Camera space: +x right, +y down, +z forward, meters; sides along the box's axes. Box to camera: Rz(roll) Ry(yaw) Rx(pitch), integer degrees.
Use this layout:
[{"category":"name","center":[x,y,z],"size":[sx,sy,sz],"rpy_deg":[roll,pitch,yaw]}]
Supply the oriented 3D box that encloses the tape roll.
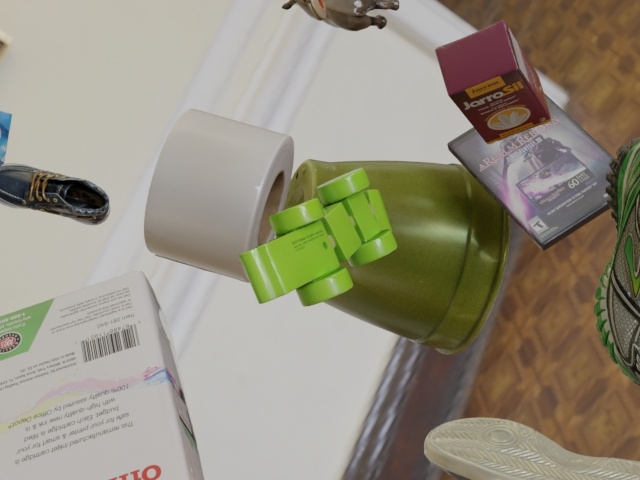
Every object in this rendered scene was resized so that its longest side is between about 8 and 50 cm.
[{"category":"tape roll","center":[-0.156,-0.072,1.828],"size":[0.246,0.169,0.246],"rpy_deg":[16,-90,-82]}]

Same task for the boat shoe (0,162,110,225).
[{"category":"boat shoe","center":[-0.380,-0.072,1.601],"size":[0.083,0.183,0.065],"rpy_deg":[143,141,-73]}]

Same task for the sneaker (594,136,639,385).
[{"category":"sneaker","center":[0.446,0.031,1.512],"size":[0.146,0.134,0.343],"rpy_deg":[-176,84,-79]}]

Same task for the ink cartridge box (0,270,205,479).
[{"category":"ink cartridge box","center":[-0.238,0.193,1.175],"size":[0.201,0.117,0.278],"rpy_deg":[-19,50,-1]}]

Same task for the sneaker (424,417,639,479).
[{"category":"sneaker","center":[0.295,0.345,1.506],"size":[0.131,0.350,0.148],"rpy_deg":[-35,-48,-49]}]

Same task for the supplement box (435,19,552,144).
[{"category":"supplement box","center":[0.246,-0.218,1.616],"size":[0.104,0.188,0.080],"rpy_deg":[-20,66,19]}]

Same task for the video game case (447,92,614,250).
[{"category":"video game case","center":[0.370,-0.126,1.932],"size":[0.196,0.026,0.274],"rpy_deg":[-32,55,-8]}]

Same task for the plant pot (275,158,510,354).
[{"category":"plant pot","center":[0.110,0.003,2.130],"size":[0.366,0.353,0.366],"rpy_deg":[-168,90,-75]}]

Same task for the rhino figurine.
[{"category":"rhino figurine","center":[0.015,-0.407,1.963],"size":[0.243,0.106,0.073],"rpy_deg":[27,119,45]}]

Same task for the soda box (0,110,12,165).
[{"category":"soda box","center":[-0.479,-0.118,1.540],"size":[0.210,0.067,0.071],"rpy_deg":[-19,61,56]}]

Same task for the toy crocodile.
[{"category":"toy crocodile","center":[0.000,0.000,1.386],"size":[0.105,0.115,0.340],"rpy_deg":[-21,7,31]}]

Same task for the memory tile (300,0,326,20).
[{"category":"memory tile","center":[-0.031,-0.330,1.319],"size":[0.012,0.113,0.148],"rpy_deg":[-24,55,21]}]
